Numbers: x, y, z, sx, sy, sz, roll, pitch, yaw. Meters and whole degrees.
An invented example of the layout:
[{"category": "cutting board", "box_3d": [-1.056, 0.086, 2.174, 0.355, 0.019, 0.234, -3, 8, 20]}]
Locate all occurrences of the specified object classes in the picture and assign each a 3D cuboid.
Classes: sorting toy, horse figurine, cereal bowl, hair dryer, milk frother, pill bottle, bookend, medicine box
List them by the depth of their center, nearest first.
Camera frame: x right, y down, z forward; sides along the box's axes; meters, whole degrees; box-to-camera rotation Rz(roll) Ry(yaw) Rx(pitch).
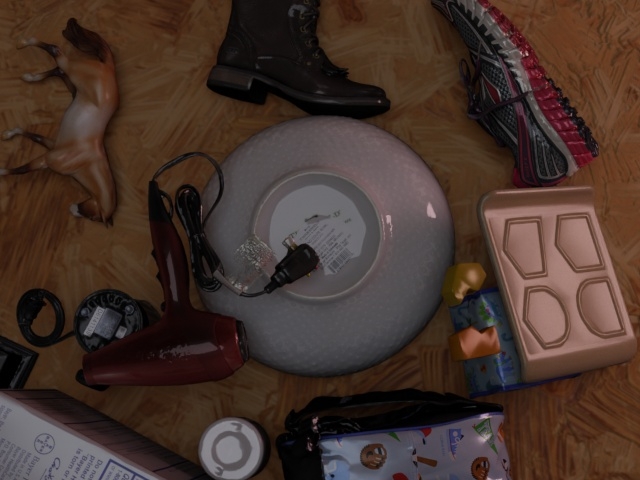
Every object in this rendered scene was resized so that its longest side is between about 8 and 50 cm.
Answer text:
[{"category": "medicine box", "box_3d": [-0.259, 0.298, 1.415, 0.289, 0.263, 0.149, 28, 85, 7]}, {"category": "hair dryer", "box_3d": [-0.163, 0.064, 1.422, 0.223, 0.080, 0.293, 38, 80, 16]}, {"category": "sorting toy", "box_3d": [0.247, 0.052, 1.452, 0.307, 0.041, 0.229, -5, 79, -39]}, {"category": "pill bottle", "box_3d": [-0.101, 0.253, 1.477, 0.078, 0.137, 0.078, 0, 81, 3]}, {"category": "bookend", "box_3d": [-0.452, 0.136, 1.501, 0.156, 0.157, 0.072, 24, 85, 6]}, {"category": "cereal bowl", "box_3d": [0.000, 0.000, 1.507, 0.339, 0.141, 0.339, 0, 81, 3]}, {"category": "milk frother", "box_3d": [-0.284, 0.102, 1.508, 0.143, 0.135, 0.129, 44, 86, 8]}, {"category": "horse figurine", "box_3d": [-0.326, -0.163, 1.582, 0.174, 0.066, 0.263, 13, 85, 10]}]

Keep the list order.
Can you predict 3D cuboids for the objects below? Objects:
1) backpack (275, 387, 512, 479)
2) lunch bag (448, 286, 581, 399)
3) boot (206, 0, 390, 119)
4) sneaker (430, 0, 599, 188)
[{"category": "backpack", "box_3d": [0.093, 0.274, 1.413, 0.263, 0.276, 0.213, -14, 87, -6]}, {"category": "lunch bag", "box_3d": [0.246, 0.118, 1.502, 0.151, 0.096, 0.128, -9, 81, -28]}, {"category": "boot", "box_3d": [-0.019, -0.284, 1.570, 0.263, 0.091, 0.229, 13, 84, 7]}, {"category": "sneaker", "box_3d": [0.223, -0.200, 1.537, 0.112, 0.121, 0.299, -36, 76, 18]}]
